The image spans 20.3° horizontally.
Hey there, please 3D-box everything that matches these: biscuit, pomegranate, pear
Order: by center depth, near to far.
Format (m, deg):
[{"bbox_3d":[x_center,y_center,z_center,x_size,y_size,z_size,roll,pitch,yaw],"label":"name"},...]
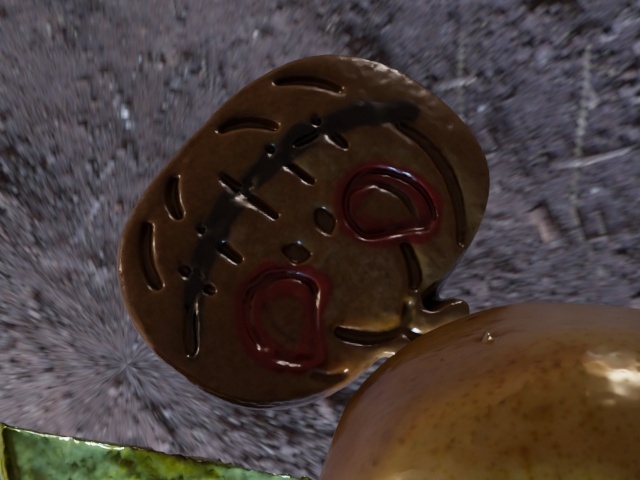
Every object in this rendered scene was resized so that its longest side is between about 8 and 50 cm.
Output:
[{"bbox_3d":[0.179,0.221,1.147,0.417,0.416,0.416,0,86,-6],"label":"pomegranate"},{"bbox_3d":[-0.162,0.252,1.637,0.288,0.239,0.139,10,87,-5],"label":"pear"},{"bbox_3d":[0.000,-0.001,1.659,0.314,0.063,0.367,39,73,12],"label":"biscuit"}]
